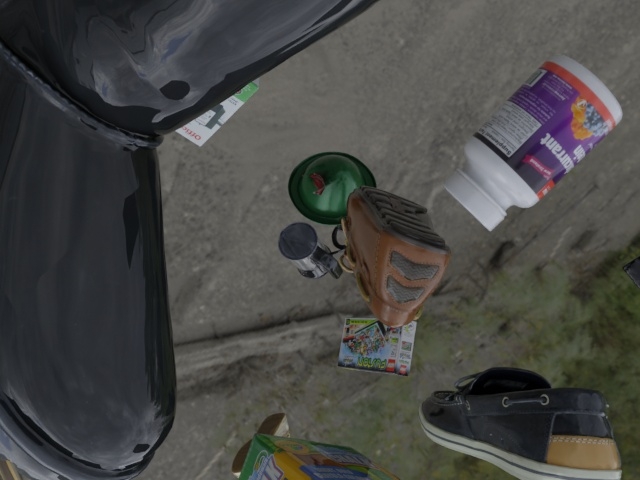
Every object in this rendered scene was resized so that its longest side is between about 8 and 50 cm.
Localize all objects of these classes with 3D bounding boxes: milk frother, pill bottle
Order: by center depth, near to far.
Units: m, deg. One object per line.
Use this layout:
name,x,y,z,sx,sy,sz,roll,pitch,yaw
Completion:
pill bottle,0.235,-0.106,0.790,0.193,0.108,0.108,-46,153,10
milk frother,0.000,0.000,1.444,0.135,0.129,0.143,53,52,-66

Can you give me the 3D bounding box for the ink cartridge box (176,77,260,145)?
ink cartridge box,-0.251,-0.320,1.462,0.153,0.087,0.208,31,127,-31

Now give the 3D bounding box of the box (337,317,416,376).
box,0.116,0.221,1.458,0.036,0.114,0.207,18,165,-30

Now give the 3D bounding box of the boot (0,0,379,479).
boot,-0.038,-0.101,0.375,0.445,0.367,0.146,-28,173,20

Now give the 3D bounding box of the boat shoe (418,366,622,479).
boat shoe,0.312,0.289,1.155,0.186,0.156,0.500,6,173,-13

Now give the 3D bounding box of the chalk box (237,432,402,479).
chalk box,-0.001,0.352,0.832,0.180,0.289,0.179,21,88,-41

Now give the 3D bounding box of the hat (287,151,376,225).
hat,0.023,-0.141,1.283,0.173,0.208,0.183,-25,149,-12

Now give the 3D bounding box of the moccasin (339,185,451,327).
moccasin,0.096,0.017,0.980,0.139,0.380,0.147,18,104,-11

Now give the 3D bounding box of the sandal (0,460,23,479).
sandal,-0.239,0.119,0.539,0.049,0.180,0.072,-7,164,-26

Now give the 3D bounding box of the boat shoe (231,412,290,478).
boat shoe,-0.099,0.381,1.251,0.063,0.059,0.170,-16,-166,31

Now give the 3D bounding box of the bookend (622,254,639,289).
bookend,0.495,0.061,0.940,0.072,0.156,0.157,-41,173,29
